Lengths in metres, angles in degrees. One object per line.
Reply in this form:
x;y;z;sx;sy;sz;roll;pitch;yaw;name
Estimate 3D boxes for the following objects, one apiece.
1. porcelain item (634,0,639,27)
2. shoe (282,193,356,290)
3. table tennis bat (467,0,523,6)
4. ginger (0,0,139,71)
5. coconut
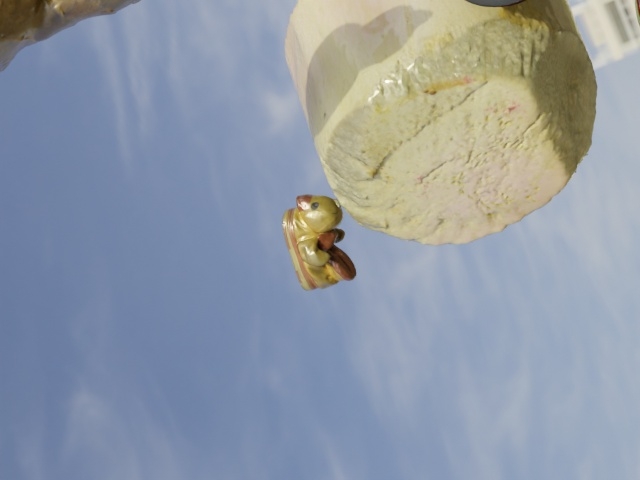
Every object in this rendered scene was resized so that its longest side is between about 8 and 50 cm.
0.255;-0.173;0.688;0.253;0.253;0.253;42;-143;-43;porcelain item
0.001;0.001;1.478;0.072;0.069;0.109;-6;-89;-71;shoe
0.085;-0.283;0.848;0.021;0.154;0.274;-19;-96;-34;table tennis bat
-0.182;-0.142;0.745;0.096;0.165;0.067;58;-174;-51;ginger
0.093;-0.139;1.050;0.239;0.239;0.244;44;-154;-42;coconut
